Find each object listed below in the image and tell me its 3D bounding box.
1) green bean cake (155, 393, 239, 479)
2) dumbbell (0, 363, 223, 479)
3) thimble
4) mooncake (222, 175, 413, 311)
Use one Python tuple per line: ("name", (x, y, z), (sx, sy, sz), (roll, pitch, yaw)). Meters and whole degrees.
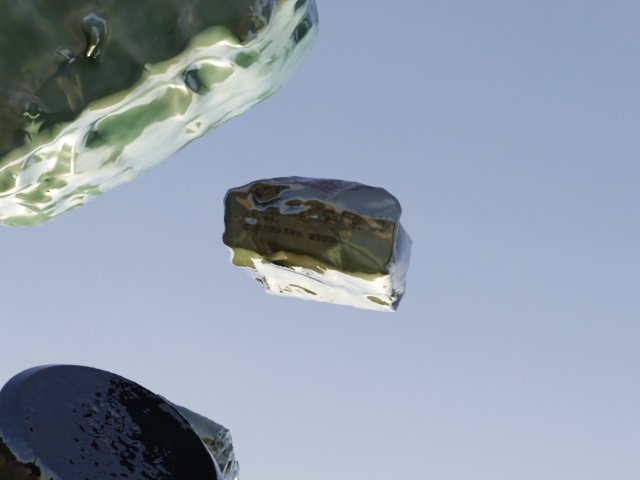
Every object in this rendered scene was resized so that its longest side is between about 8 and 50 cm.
("green bean cake", (-0.142, 0.242, 1.379), (0.094, 0.181, 0.173), (24, -24, 9))
("dumbbell", (-0.169, 0.200, 0.979), (0.152, 0.152, 0.218), (27, -67, -8))
("thimble", (-0.097, -0.109, 0.552), (0.143, 0.235, 0.198), (-30, -53, 2))
("mooncake", (0.000, 0.000, 1.110), (0.125, 0.073, 0.130), (9, -18, 10))
